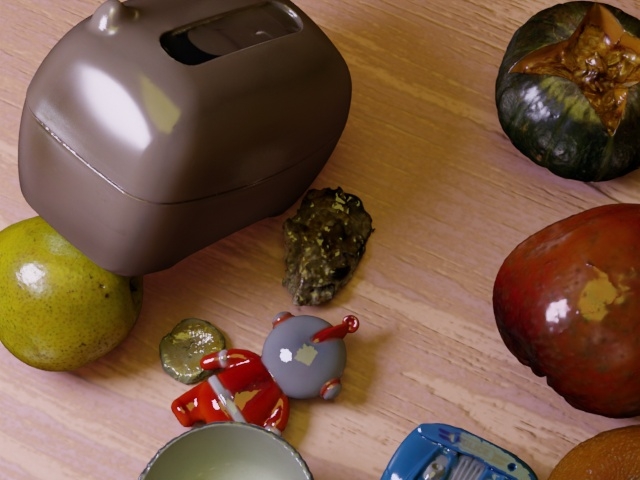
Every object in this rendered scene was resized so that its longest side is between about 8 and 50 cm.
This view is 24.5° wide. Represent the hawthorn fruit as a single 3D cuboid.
[{"bbox_3d":[0.353,0.051,1.670,0.254,0.254,0.300,42,88,20],"label":"hawthorn fruit"}]

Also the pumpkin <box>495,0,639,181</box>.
[{"bbox_3d":[0.332,-0.183,1.843,0.238,0.159,0.238,3,67,-8],"label":"pumpkin"}]

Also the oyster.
[{"bbox_3d":[-0.001,0.007,1.831,0.105,0.056,0.177,26,64,7],"label":"oyster"}]

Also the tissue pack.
[{"bbox_3d":[-0.148,-0.152,1.725,0.267,0.277,0.387,43,41,19],"label":"tissue pack"}]

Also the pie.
[{"bbox_3d":[-0.156,0.135,1.793,0.084,0.020,0.084,-2,66,4],"label":"pie"}]

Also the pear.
[{"bbox_3d":[-0.307,0.059,1.753,0.198,0.198,0.198,-1,64,3],"label":"pear"}]

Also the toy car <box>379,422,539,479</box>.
[{"bbox_3d":[0.115,0.350,1.597,0.198,0.166,0.314,25,69,19],"label":"toy car"}]

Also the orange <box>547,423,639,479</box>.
[{"bbox_3d":[0.353,0.326,1.547,0.264,0.264,0.264,-1,64,3],"label":"orange"}]

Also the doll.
[{"bbox_3d":[-0.056,0.162,1.745,0.245,0.076,0.142,-34,71,-8],"label":"doll"}]

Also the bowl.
[{"bbox_3d":[-0.101,0.317,1.650,0.211,0.112,0.211,-1,65,3],"label":"bowl"}]
